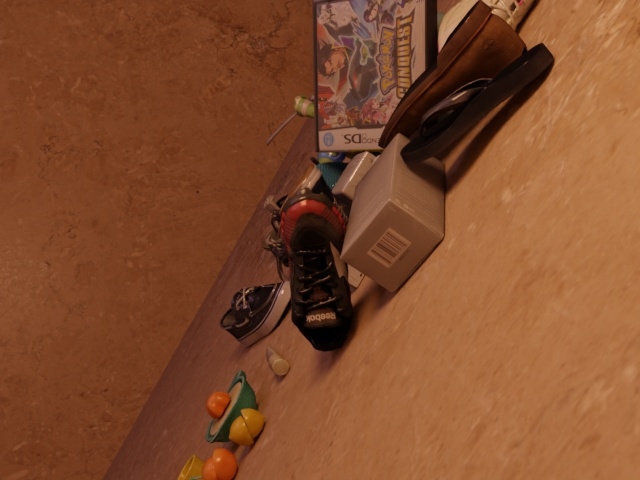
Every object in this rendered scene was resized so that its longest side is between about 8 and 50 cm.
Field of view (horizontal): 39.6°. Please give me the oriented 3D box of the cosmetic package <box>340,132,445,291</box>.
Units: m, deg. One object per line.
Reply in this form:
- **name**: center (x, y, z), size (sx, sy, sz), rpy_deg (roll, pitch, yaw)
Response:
- **cosmetic package**: center (0.112, -0.047, 1.322), size (0.127, 0.107, 0.238), rpy_deg (-52, 9, 30)

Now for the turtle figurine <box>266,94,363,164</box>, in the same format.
- **turtle figurine**: center (0.040, -0.253, 1.861), size (0.266, 0.198, 0.274), rpy_deg (-54, 1, -17)

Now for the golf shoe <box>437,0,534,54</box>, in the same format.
- **golf shoe**: center (0.285, -0.382, 1.452), size (0.140, 0.115, 0.306), rpy_deg (-36, 25, 57)

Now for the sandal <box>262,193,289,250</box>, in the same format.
- **sandal**: center (-0.076, -0.090, 2.384), size (0.302, 0.086, 0.120), rpy_deg (-51, 12, 37)

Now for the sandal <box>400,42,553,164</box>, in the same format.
- **sandal**: center (0.210, -0.200, 1.259), size (0.254, 0.054, 0.097), rpy_deg (-38, 11, 25)

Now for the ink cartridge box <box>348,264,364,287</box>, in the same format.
- **ink cartridge box**: center (0.058, 0.032, 1.485), size (0.083, 0.048, 0.028), rpy_deg (-61, 10, -10)

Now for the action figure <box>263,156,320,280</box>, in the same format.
- **action figure**: center (-0.061, -0.050, 2.045), size (0.275, 0.141, 0.164), rpy_deg (-61, -4, -15)

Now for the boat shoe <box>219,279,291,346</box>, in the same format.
- **boat shoe**: center (-0.149, 0.150, 1.983), size (0.108, 0.102, 0.301), rpy_deg (-64, 11, -28)

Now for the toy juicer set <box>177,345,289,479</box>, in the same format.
- **toy juicer set**: center (-0.154, 0.302, 1.602), size (0.329, 0.090, 0.209), rpy_deg (-63, 11, -25)

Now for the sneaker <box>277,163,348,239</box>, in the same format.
- **sneaker**: center (0.014, -0.029, 1.507), size (0.099, 0.153, 0.282), rpy_deg (-56, -4, -15)

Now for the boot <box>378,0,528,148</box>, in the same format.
- **boot**: center (0.195, -0.220, 1.363), size (0.305, 0.115, 0.112), rpy_deg (-48, 10, 47)

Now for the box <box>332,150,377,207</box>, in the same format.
- **box**: center (0.088, -0.093, 1.562), size (0.087, 0.102, 0.101), rpy_deg (-58, 11, -5)

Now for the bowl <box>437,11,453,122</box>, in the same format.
- **bowl**: center (0.165, -0.306, 1.650), size (0.311, 0.163, 0.311), rpy_deg (-55, 12, 17)

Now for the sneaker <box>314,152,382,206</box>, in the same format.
- **sneaker**: center (0.042, -0.100, 1.687), size (0.229, 0.087, 0.092), rpy_deg (-19, -26, -43)

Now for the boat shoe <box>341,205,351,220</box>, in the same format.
- **boat shoe**: center (0.020, 0.021, 1.692), size (0.063, 0.066, 0.184), rpy_deg (159, 132, -72)

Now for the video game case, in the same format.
- **video game case**: center (0.090, -0.290, 1.532), size (0.248, 0.035, 0.274), rpy_deg (4, 98, 40)

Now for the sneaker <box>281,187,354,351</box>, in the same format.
- **sneaker**: center (-0.002, 0.056, 1.331), size (0.135, 0.098, 0.276), rpy_deg (-94, -3, -53)
